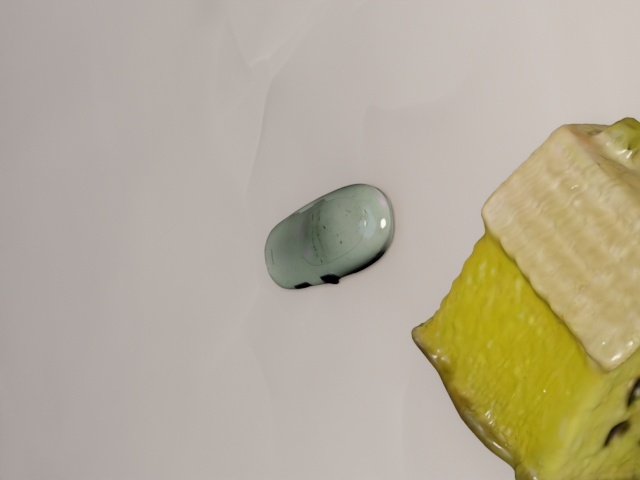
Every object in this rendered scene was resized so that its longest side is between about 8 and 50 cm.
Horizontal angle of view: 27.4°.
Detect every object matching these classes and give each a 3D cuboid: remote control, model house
[{"bbox_3d":[0.001,0.000,1.432,0.256,0.045,0.097,-27,68,59],"label":"remote control"},{"bbox_3d":[0.205,0.041,0.976,0.193,0.175,0.234,55,139,42],"label":"model house"}]
